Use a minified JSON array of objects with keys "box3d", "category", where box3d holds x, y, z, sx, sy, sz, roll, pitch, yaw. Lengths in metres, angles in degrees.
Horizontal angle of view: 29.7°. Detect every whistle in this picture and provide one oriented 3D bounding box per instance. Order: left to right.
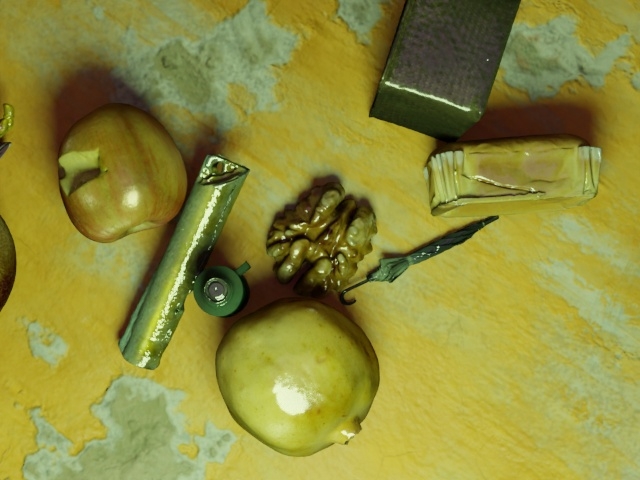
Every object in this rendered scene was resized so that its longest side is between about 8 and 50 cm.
[{"box3d":[-0.195,0.031,1.717,0.068,0.057,0.326,21,101,-24],"category":"whistle"}]

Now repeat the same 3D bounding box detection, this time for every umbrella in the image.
[{"box3d":[0.144,0.019,1.779,0.269,0.044,0.044,-29,116,-5],"category":"umbrella"}]

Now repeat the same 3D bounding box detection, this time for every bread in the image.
[{"box3d":[0.274,-0.095,1.744,0.241,0.136,0.107,-5,84,-4],"category":"bread"}]

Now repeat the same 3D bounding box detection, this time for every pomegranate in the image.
[{"box3d":[-0.031,0.185,1.675,0.233,0.233,0.233,0,86,-3],"category":"pomegranate"}]

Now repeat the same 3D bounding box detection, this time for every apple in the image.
[{"box3d":[-0.282,-0.098,1.701,0.199,0.199,0.199,0,86,-3],"category":"apple"}]

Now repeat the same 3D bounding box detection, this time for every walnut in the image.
[{"box3d":[0.000,0.000,1.759,0.143,0.069,0.170,35,88,-1],"category":"walnut"}]

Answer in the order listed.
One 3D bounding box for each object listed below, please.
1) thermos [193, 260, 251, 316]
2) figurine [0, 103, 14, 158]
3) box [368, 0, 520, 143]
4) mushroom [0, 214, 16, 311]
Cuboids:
[{"box3d":[-0.134,0.071,1.687,0.083,0.187,0.073,-9,87,-2],"category":"thermos"},{"box3d":[-0.514,-0.179,1.732,0.156,0.095,0.115,39,97,-4],"category":"figurine"},{"box3d":[0.165,-0.253,1.680,0.143,0.273,0.184,18,86,-1],"category":"box"},{"box3d":[-0.548,0.035,1.688,0.253,0.153,0.253,0,85,0],"category":"mushroom"}]
